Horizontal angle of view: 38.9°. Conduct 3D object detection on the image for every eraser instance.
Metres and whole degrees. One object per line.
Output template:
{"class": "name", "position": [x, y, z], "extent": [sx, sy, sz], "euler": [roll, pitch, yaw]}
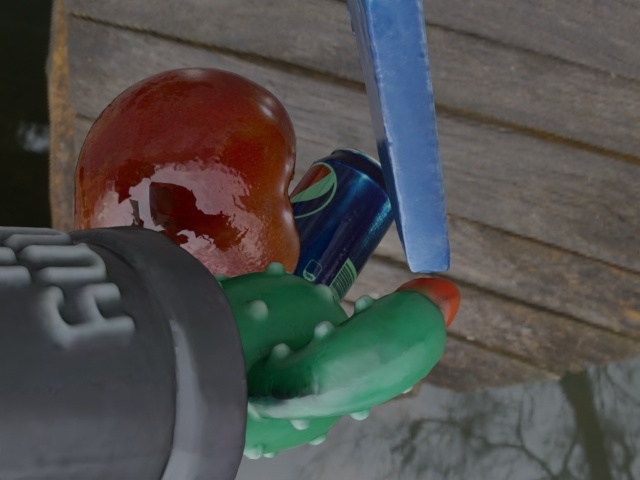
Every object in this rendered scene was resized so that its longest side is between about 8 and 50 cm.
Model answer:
{"class": "eraser", "position": [0.059, -0.118, 0.719], "extent": [0.043, 0.144, 0.312], "euler": [-13, 140, 2]}

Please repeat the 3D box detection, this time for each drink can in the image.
{"class": "drink can", "position": [0.000, 0.000, 1.006], "extent": [0.118, 0.205, 0.118], "euler": [28, 155, 15]}

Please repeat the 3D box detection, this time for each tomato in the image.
{"class": "tomato", "position": [-0.121, -0.028, 0.774], "extent": [0.200, 0.139, 0.233], "euler": [-4, 100, 9]}

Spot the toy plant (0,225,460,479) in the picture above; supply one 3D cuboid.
{"class": "toy plant", "position": [-0.090, 0.079, 0.523], "extent": [0.279, 0.185, 0.400], "euler": [-31, 159, 30]}
